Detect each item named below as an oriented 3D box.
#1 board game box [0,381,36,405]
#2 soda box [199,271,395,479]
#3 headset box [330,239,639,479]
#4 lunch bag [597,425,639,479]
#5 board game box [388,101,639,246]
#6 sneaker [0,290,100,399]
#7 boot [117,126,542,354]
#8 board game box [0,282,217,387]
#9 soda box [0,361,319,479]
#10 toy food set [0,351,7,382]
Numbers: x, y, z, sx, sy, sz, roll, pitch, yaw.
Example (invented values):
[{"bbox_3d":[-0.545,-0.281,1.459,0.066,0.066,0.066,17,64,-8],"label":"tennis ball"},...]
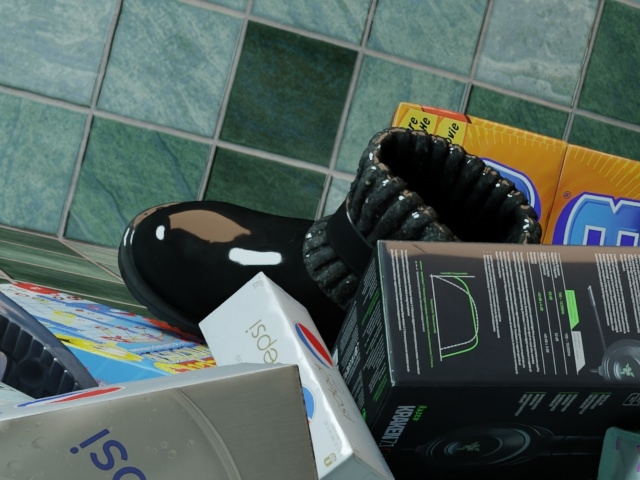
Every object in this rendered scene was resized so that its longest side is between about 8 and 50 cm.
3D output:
[{"bbox_3d":[-0.205,0.145,0.918,0.224,0.097,0.303,11,3,-40],"label":"board game box"},{"bbox_3d":[-0.021,0.128,1.325,0.069,0.074,0.216,42,13,-42],"label":"soda box"},{"bbox_3d":[0.164,0.114,1.405,0.283,0.131,0.246,1,-29,-12],"label":"headset box"},{"bbox_3d":[0.358,0.241,1.265,0.223,0.160,0.262,14,-3,-25],"label":"lunch bag"},{"bbox_3d":[0.211,0.065,1.877,0.356,0.356,0.356,15,3,1],"label":"board game box"},{"bbox_3d":[-0.281,0.051,1.314,0.319,0.112,0.131,37,22,6],"label":"sneaker"},{"bbox_3d":[0.002,-0.003,1.498,0.348,0.131,0.260,15,-31,-5],"label":"boot"},{"bbox_3d":[-0.197,0.120,1.499,0.302,0.086,0.308,15,3,13],"label":"board game box"},{"bbox_3d":[-0.147,0.118,0.692,0.286,0.091,0.098,-9,-1,-16],"label":"soda box"},{"bbox_3d":[-0.388,0.068,1.143,0.220,0.092,0.306,12,-7,-41],"label":"toy food set"}]
